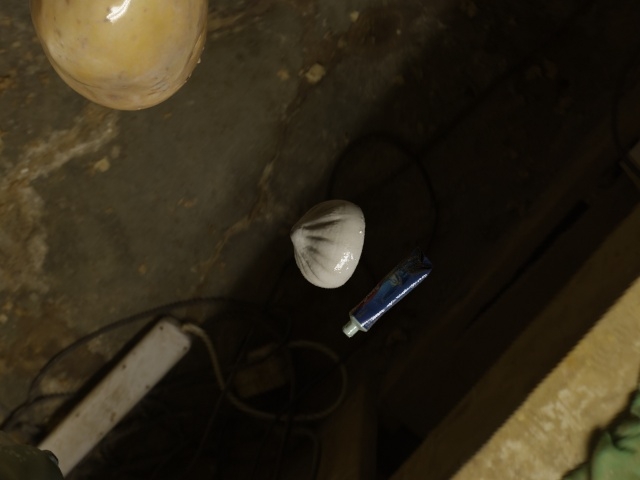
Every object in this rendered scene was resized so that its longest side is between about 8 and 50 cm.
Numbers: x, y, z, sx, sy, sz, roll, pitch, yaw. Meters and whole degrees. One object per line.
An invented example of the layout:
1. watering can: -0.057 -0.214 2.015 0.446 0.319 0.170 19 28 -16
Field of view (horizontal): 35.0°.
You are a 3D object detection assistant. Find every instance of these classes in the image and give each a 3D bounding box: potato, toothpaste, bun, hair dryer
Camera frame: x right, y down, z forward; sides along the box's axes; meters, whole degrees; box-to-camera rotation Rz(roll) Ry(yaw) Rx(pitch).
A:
1. potato: -0.124 -0.147 0.634 0.109 0.178 0.119 -6 75 -2
2. toothpaste: 0.048 0.040 0.746 0.083 0.027 0.019 -43 132 2
3. bun: 0.000 0.000 1.501 0.094 0.138 0.138 14 108 -24
4. hair dryer: -0.233 0.233 0.862 0.088 0.219 0.225 -45 130 -13
